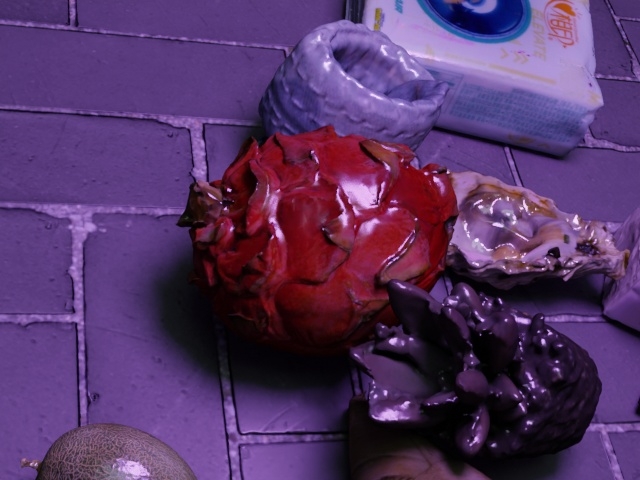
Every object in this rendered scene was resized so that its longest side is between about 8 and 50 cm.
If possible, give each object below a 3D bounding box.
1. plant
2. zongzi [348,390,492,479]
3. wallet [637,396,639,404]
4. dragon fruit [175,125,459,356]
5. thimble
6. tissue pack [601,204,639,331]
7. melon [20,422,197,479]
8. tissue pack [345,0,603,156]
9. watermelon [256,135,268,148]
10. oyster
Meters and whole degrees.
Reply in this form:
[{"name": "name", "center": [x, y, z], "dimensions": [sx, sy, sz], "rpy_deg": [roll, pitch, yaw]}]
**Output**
[{"name": "plant", "center": [0.178, 0.148, 1.137], "dimensions": [0.194, 0.182, 0.320], "rpy_deg": [28, 3, 43]}, {"name": "zongzi", "center": [0.284, 0.364, 1.081], "dimensions": [0.499, 0.218, 0.467], "rpy_deg": [16, 36, -18]}, {"name": "wallet", "center": [0.550, 0.254, 1.342], "dimensions": [0.243, 0.039, 0.133], "rpy_deg": [36, 45, 10]}, {"name": "dragon fruit", "center": [0.000, 0.000, 1.196], "dimensions": [0.342, 0.277, 0.277], "rpy_deg": [6, 53, -19]}, {"name": "thimble", "center": [0.051, -0.190, 1.366], "dimensions": [0.250, 0.172, 0.205], "rpy_deg": [9, 45, -36]}, {"name": "tissue pack", "center": [0.610, 0.049, 1.370], "dimensions": [0.356, 0.266, 0.194], "rpy_deg": [22, 56, -2]}, {"name": "melon", "center": [-0.211, 0.256, 1.008], "dimensions": [0.192, 0.139, 0.139], "rpy_deg": [22, 50, -6]}, {"name": "tissue pack", "center": [0.234, -0.314, 1.583], "dimensions": [0.388, 0.162, 0.287], "rpy_deg": [13, 54, -10]}, {"name": "watermelon", "center": [-0.068, -0.118, 1.410], "dimensions": [0.085, 0.085, 0.061], "rpy_deg": [30, 10, 4]}, {"name": "oyster", "center": [0.251, -0.002, 1.399], "dimensions": [0.354, 0.107, 0.201], "rpy_deg": [20, 34, 17]}]
